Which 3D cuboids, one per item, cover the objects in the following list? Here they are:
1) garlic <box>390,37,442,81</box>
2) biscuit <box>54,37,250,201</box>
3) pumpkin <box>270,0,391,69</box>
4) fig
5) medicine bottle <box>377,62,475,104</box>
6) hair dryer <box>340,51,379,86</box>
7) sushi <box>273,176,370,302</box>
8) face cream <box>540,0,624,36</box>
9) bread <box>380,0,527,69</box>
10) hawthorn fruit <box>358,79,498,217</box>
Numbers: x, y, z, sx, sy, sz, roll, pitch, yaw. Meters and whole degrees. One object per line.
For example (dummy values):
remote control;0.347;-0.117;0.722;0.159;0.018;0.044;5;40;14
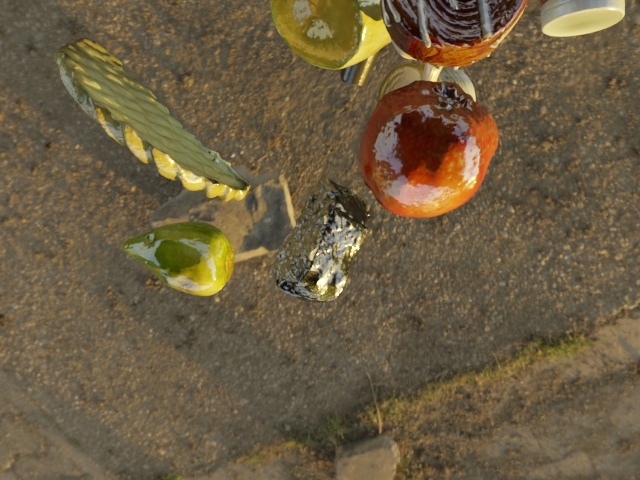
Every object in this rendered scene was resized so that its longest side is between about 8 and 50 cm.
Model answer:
garlic;0.223;-0.385;1.072;0.199;0.199;0.225;10;113;5
biscuit;-0.206;-0.137;0.602;0.273;0.187;0.036;44;101;-1
pumpkin;0.040;-0.559;1.205;0.333;0.199;0.332;25;150;16
fig;-0.295;0.022;1.124;0.234;0.167;0.167;34;116;-13
medicine bottle;0.345;-0.451;1.690;0.238;0.232;0.237;19;114;50
hair dryer;0.096;-0.597;1.500;0.089;0.251;0.197;-6;143;-24
sushi;0.000;0.000;1.448;0.171;0.211;0.349;33;75;-37
face cream;0.688;-0.665;1.362;0.201;0.201;0.187;-2;92;11
bread;0.139;-0.271;0.553;0.161;0.073;0.160;0;91;7
hawthorn fruit;0.158;-0.128;0.829;0.205;0.205;0.253;20;136;0
